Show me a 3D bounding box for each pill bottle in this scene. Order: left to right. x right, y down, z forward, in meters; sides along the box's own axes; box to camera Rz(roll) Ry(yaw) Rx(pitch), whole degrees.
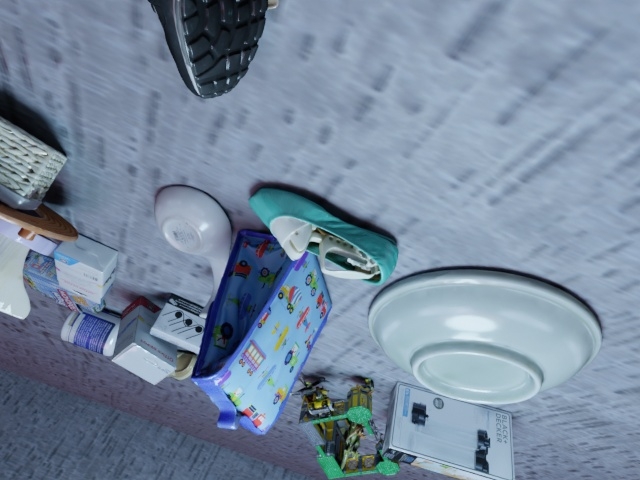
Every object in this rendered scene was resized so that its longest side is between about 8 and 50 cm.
[{"bbox_3d":[-0.601,0.257,1.136,0.187,0.111,0.112,23,142,-5],"label":"pill bottle"}]

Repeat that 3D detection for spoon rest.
[{"bbox_3d":[-0.214,0.021,0.739,0.138,0.084,0.276,5,127,14],"label":"spoon rest"}]

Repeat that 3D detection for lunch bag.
[{"bbox_3d":[-0.092,0.163,0.673,0.138,0.293,0.220,3,139,18],"label":"lunch bag"}]

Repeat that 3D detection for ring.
[{"bbox_3d":[-0.543,-0.084,0.623,0.337,0.032,0.336,30,173,4],"label":"ring"}]

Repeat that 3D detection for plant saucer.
[{"bbox_3d":[0.278,0.208,0.740,0.401,0.100,0.400,12,142,9],"label":"plant saucer"}]

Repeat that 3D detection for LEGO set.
[{"bbox_3d":[0.079,0.489,1.135,0.255,0.192,0.331,-25,113,19],"label":"LEGO set"}]

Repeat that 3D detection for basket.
[{"bbox_3d":[-0.483,-0.131,0.596,0.167,0.103,0.113,34,171,-21],"label":"basket"}]

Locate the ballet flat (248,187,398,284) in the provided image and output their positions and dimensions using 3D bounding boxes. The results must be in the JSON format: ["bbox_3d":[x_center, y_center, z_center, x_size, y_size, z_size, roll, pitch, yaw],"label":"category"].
[{"bbox_3d":[0.000,0.000,0.605,0.248,0.087,0.083,23,142,-5],"label":"ballet flat"}]

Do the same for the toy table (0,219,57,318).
[{"bbox_3d":[-0.620,0.022,0.746,0.252,0.160,0.274,40,159,-31],"label":"toy table"}]

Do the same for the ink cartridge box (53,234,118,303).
[{"bbox_3d":[-0.523,0.066,0.912,0.105,0.061,0.181,28,140,-12],"label":"ink cartridge box"}]

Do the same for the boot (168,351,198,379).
[{"bbox_3d":[-0.479,0.348,1.228,0.213,0.077,0.165,-15,129,39],"label":"boot"}]

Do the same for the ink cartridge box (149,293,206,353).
[{"bbox_3d":[-0.284,0.215,0.971,0.207,0.097,0.046,27,140,-11],"label":"ink cartridge box"}]

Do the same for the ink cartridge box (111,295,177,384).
[{"bbox_3d":[-0.417,0.238,0.984,0.072,0.175,0.127,-37,123,6],"label":"ink cartridge box"}]

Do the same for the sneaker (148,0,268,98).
[{"bbox_3d":[-0.125,-0.267,0.333,0.124,0.107,0.283,24,136,23],"label":"sneaker"}]

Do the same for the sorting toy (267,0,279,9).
[{"bbox_3d":[-0.059,-0.252,0.382,0.084,0.012,0.062,5,135,22],"label":"sorting toy"}]

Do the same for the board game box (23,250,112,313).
[{"bbox_3d":[-0.623,0.128,1.030,0.194,0.060,0.194,19,142,0],"label":"board game box"}]

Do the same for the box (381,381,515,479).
[{"bbox_3d":[0.311,0.474,0.997,0.290,0.169,0.087,15,139,6],"label":"box"}]
